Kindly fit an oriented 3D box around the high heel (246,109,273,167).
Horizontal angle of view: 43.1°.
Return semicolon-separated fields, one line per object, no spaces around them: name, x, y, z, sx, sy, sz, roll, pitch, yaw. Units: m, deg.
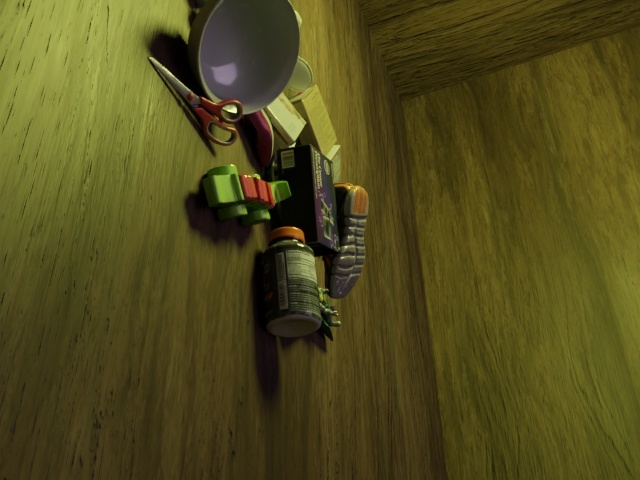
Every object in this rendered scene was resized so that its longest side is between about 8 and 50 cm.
high heel;-0.181;-0.299;2.059;0.082;0.117;0.244;-109;-164;-59

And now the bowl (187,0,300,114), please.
bowl;-0.199;-0.449;1.861;0.298;0.134;0.297;-25;128;-37

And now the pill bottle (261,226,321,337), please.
pill bottle;-0.071;0.092;1.898;0.130;0.131;0.245;48;31;-56

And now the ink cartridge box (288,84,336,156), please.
ink cartridge box;-0.036;-0.352;2.476;0.234;0.088;0.193;-61;132;-66

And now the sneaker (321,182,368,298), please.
sneaker;0.027;-0.003;2.275;0.125;0.180;0.321;12;88;-52

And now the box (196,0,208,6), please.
box;-0.272;-0.651;2.010;0.137;0.072;0.126;-58;131;-69

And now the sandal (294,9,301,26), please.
sandal;-0.149;-0.638;2.328;0.102;0.169;0.416;-66;166;9

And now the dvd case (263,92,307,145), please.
dvd case;-0.134;-0.383;2.176;0.253;0.022;0.180;51;24;-14

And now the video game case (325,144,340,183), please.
video game case;0.035;-0.128;2.465;0.204;0.025;0.285;-62;153;-66

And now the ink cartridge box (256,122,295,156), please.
ink cartridge box;-0.153;-0.350;2.198;0.232;0.066;0.189;43;28;-20

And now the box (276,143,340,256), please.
box;-0.030;-0.099;2.130;0.184;0.103;0.261;30;53;-70

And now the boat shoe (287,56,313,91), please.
boat shoe;-0.111;-0.521;2.375;0.254;0.095;0.079;27;17;-52

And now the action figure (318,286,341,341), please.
action figure;0.003;0.170;2.150;0.232;0.064;0.137;60;9;-64

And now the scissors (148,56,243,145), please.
scissors;-0.274;-0.292;1.750;0.297;0.021;0.109;21;95;-50

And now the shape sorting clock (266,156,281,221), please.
shape sorting clock;-0.089;-0.126;2.188;0.206;0.040;0.206;-15;90;-73

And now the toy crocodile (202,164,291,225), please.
toy crocodile;-0.165;-0.104;1.813;0.340;0.105;0.115;9;67;-71

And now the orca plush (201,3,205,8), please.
orca plush;-0.224;-0.499;2.053;0.151;0.102;0.287;35;9;14
